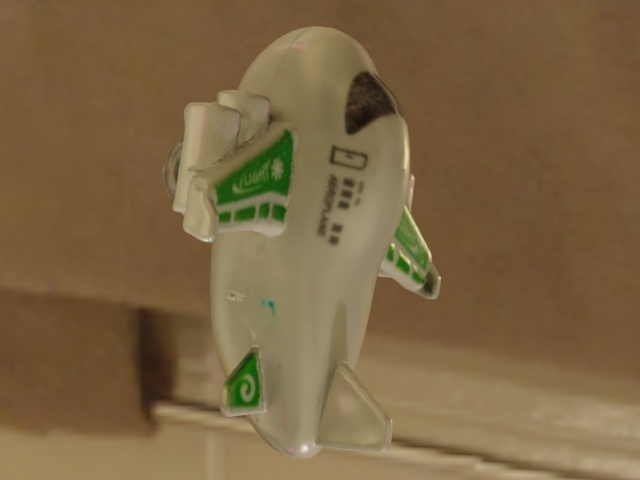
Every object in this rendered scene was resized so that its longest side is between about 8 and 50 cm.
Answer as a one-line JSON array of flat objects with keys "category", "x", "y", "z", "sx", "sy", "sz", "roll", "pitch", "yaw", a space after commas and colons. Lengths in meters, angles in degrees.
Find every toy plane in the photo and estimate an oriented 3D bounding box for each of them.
[{"category": "toy plane", "x": -0.003, "y": 0.000, "z": 0.770, "sx": 0.080, "sy": 0.174, "sz": 0.174, "roll": -1, "pitch": -166, "yaw": 33}]
